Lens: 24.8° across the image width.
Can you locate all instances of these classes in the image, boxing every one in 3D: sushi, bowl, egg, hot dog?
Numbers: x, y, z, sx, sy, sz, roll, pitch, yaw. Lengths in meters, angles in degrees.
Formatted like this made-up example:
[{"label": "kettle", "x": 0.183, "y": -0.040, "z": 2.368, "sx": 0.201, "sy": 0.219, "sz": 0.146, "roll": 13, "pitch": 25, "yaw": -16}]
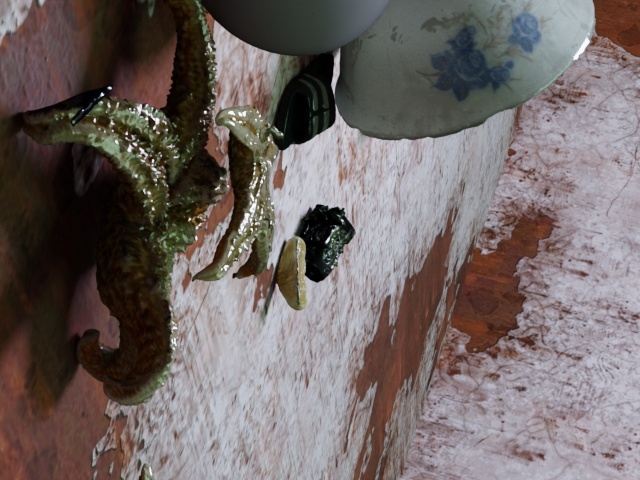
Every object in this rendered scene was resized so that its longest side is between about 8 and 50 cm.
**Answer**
[{"label": "sushi", "x": 0.000, "y": 0.000, "z": 1.810, "sx": 0.085, "sy": 0.056, "sz": 0.083, "roll": 74, "pitch": 40, "yaw": -68}, {"label": "bowl", "x": 0.137, "y": -0.264, "z": 1.624, "sx": 0.146, "sy": 0.313, "sz": 0.313, "roll": 63, "pitch": 37, "yaw": -35}, {"label": "egg", "x": -0.026, "y": -0.241, "z": 1.153, "sx": 0.232, "sy": 0.176, "sz": 0.176, "roll": 32, "pitch": 72, "yaw": -67}, {"label": "hot dog", "x": -0.036, "y": 0.040, "z": 1.740, "sx": 0.030, "sy": 0.034, "sz": 0.090, "roll": 32, "pitch": 53, "yaw": -66}]

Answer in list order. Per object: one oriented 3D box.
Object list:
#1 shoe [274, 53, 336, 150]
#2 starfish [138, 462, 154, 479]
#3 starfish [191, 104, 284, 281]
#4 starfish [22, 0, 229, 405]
[{"label": "shoe", "x": -0.002, "y": -0.157, "z": 1.630, "sx": 0.179, "sy": 0.049, "sz": 0.071, "roll": -57, "pitch": 157, "yaw": -55}, {"label": "starfish", "x": -0.204, "y": 0.327, "z": 1.224, "sx": 0.301, "sy": 0.084, "sz": 0.293, "roll": -3, "pitch": 103, "yaw": -80}, {"label": "starfish", "x": -0.054, "y": -0.033, "z": 1.152, "sx": 0.247, "sy": 0.050, "sz": 0.138, "roll": 15, "pitch": 82, "yaw": -82}, {"label": "starfish", "x": -0.136, "y": -0.022, "z": 1.085, "sx": 0.303, "sy": 0.113, "sz": 0.312, "roll": 83, "pitch": 15, "yaw": -64}]
